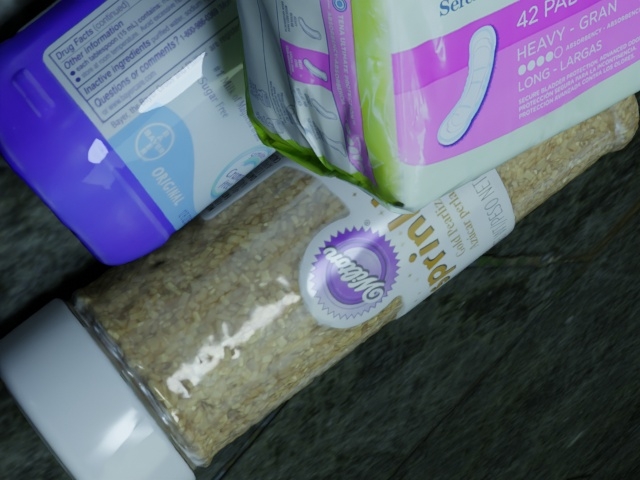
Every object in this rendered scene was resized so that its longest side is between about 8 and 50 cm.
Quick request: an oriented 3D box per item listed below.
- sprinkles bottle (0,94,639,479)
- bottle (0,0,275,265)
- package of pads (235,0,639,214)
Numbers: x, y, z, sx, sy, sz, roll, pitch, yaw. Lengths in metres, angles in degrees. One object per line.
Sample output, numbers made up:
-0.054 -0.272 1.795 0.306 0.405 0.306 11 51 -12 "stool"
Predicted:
0.000 0.000 0.880 0.355 0.121 0.121 -37 157 -9 "sprinkles bottle"
-0.010 -0.110 0.696 0.283 0.092 0.118 -39 158 -5 "bottle"
0.066 -0.178 0.567 0.229 0.101 0.296 -27 129 -29 "package of pads"
